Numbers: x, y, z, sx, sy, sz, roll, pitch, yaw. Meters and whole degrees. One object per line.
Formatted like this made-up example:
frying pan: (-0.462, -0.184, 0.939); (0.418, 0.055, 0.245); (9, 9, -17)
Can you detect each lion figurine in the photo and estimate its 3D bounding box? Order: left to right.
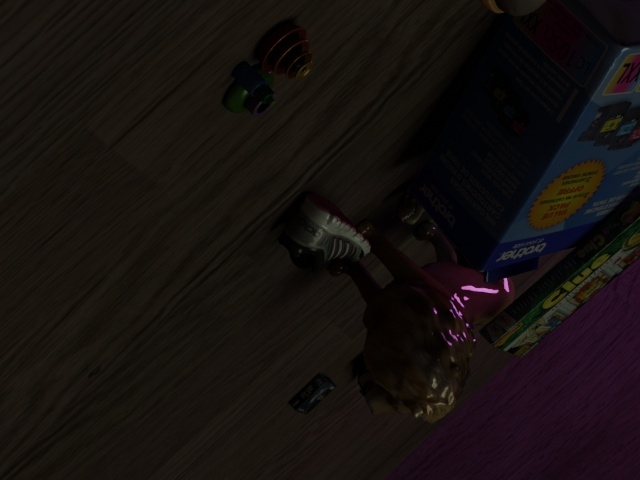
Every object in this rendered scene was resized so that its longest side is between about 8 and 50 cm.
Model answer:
lion figurine: (0.159, 0.072, 1.970); (0.392, 0.240, 0.142); (-27, 158, -47)

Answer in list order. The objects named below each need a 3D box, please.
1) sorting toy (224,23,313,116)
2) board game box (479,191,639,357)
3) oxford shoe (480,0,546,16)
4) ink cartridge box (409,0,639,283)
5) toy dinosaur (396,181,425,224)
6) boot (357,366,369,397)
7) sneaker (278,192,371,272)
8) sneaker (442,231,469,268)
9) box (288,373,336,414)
sorting toy: (-0.040, -0.131, 1.290); (0.061, 0.042, 0.102); (-24, 157, -50)
board game box: (0.316, 0.045, 1.898); (0.259, 0.030, 0.136); (-42, 154, 11)
oxford shoe: (0.238, -0.300, 1.359); (0.130, 0.133, 0.364); (-35, 163, -29)
ink cartridge box: (0.283, -0.124, 1.782); (0.270, 0.151, 0.395); (-13, 144, -41)
toy dinosaur: (0.193, -0.043, 1.979); (0.064, 0.118, 0.268); (-57, 161, 20)
boot: (0.159, 0.161, 2.501); (0.229, 0.091, 0.263); (-39, 166, -18)
sneaker: (0.000, 0.000, 1.716); (0.075, 0.063, 0.170); (-45, 160, 5)
sneaker: (0.268, -0.042, 2.241); (0.229, 0.086, 0.132); (-46, 167, 8)
box: (-0.012, 0.238, 2.412); (0.067, 0.018, 0.083); (-43, 165, 1)
